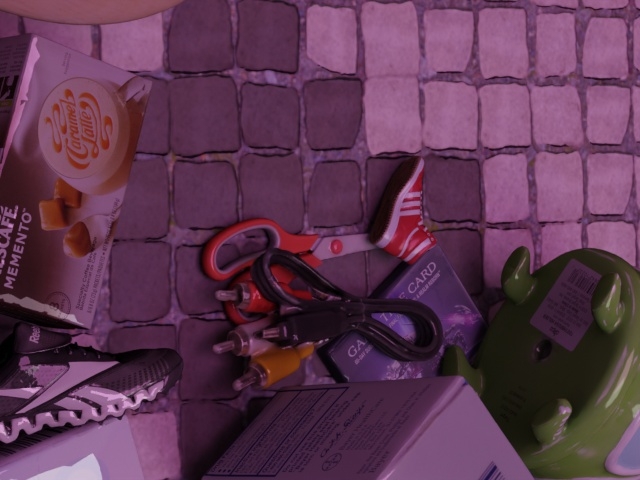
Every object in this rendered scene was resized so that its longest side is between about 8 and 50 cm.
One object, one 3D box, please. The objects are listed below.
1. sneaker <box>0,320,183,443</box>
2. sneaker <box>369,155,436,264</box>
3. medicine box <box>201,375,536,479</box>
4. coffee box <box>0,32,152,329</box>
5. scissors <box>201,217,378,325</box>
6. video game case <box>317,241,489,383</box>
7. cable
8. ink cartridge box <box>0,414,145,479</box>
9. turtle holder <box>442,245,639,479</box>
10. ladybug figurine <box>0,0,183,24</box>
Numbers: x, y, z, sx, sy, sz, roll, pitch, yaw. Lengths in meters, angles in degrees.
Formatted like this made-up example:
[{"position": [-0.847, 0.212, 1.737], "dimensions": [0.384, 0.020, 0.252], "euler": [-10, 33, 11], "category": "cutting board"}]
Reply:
[{"position": [-0.244, 0.121, 1.771], "dimensions": [0.234, 0.078, 0.106], "euler": [-14, 104, -13], "category": "sneaker"}, {"position": [0.102, -0.030, 2.083], "dimensions": [0.067, 0.042, 0.118], "euler": [34, 65, -23], "category": "sneaker"}, {"position": [0.075, 0.279, 1.861], "dimensions": [0.149, 0.289, 0.263], "euler": [-48, 113, -31], "category": "medicine box"}, {"position": [-0.264, -0.052, 1.782], "dimensions": [0.141, 0.098, 0.246], "euler": [21, 78, -35], "category": "coffee box"}, {"position": [0.000, 0.000, 2.028], "dimensions": [0.297, 0.021, 0.109], "euler": [-25, 105, -34], "category": "scissors"}, {"position": [0.130, 0.164, 2.124], "dimensions": [0.196, 0.026, 0.274], "euler": [-45, 114, -28], "category": "video game case"}, {"position": [0.006, 0.077, 2.002], "dimensions": [0.287, 0.072, 0.139], "euler": [-2, 80, -46], "category": "cable"}, {"position": [-0.277, 0.387, 1.780], "dimensions": [0.308, 0.091, 0.385], "euler": [-22, 102, -35], "category": "ink cartridge box"}, {"position": [0.288, 0.180, 2.073], "dimensions": [0.227, 0.243, 0.320], "euler": [31, 63, -33], "category": "turtle holder"}, {"position": [-0.273, -0.362, 1.715], "dimensions": [0.449, 0.162, 0.305], "euler": [28, 88, -28], "category": "ladybug figurine"}]
